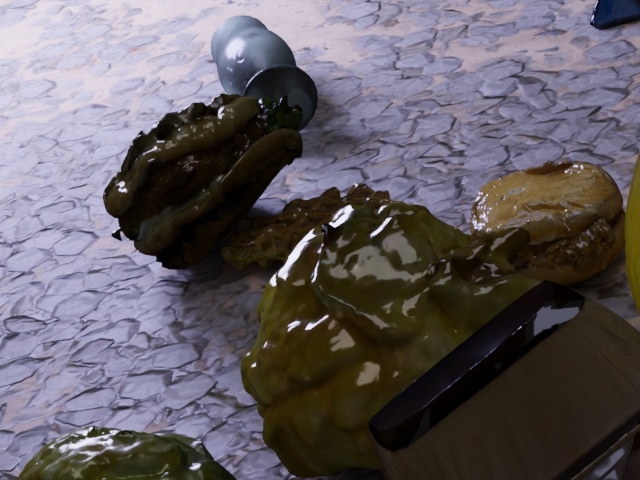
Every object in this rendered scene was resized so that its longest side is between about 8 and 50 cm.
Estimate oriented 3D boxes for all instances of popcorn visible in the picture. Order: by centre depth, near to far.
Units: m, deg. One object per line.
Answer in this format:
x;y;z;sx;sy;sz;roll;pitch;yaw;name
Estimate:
-0.130;0.226;1.295;0.198;0.212;0.198;-24;-16;-7;popcorn
0.056;0.069;1.450;0.266;0.192;0.233;-27;30;17;popcorn

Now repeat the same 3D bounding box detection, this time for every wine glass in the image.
-0.070;-0.194;2.121;0.093;0.093;0.202;-19;30;-6;wine glass

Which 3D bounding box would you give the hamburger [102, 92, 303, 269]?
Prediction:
-0.110;-0.055;1.832;0.206;0.130;0.183;-24;-13;-46;hamburger

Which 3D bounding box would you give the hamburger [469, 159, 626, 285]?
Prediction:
0.206;-0.014;1.648;0.138;0.083;0.147;-13;25;14;hamburger

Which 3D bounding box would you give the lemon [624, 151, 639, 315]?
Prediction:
0.370;-0.006;1.267;0.348;0.348;0.348;-13;27;7;lemon

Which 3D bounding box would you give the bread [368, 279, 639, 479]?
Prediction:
0.157;0.155;1.210;0.224;0.212;0.142;-38;12;-4;bread

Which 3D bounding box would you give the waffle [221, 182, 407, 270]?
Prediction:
0.000;0.000;1.771;0.192;0.046;0.160;-17;27;0;waffle

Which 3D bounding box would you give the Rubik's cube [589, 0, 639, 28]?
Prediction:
0.391;-0.295;2.101;0.190;0.211;0.178;33;75;27;Rubik's cube
